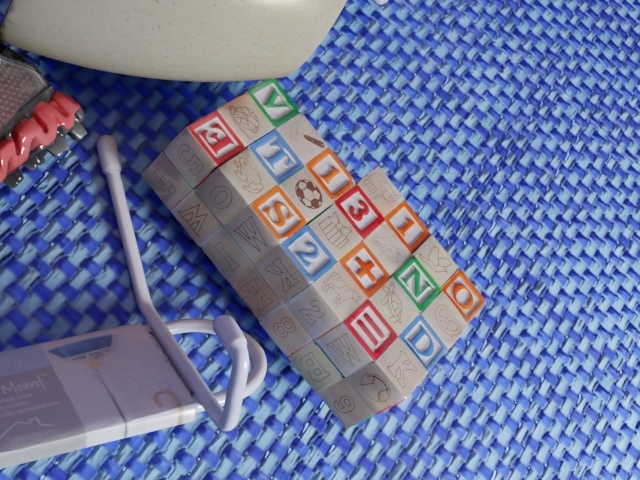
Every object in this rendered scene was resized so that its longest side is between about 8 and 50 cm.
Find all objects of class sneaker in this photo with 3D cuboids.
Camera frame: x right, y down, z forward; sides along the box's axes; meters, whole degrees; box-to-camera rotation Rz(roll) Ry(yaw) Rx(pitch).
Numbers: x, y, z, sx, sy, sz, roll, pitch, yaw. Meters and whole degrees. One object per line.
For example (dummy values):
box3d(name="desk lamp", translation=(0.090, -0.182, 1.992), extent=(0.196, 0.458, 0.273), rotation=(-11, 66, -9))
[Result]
box3d(name="sneaker", translation=(-0.283, -0.072, 0.721), extent=(0.135, 0.098, 0.276), rotation=(54, 30, -16))

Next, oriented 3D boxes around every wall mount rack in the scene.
box3d(name="wall mount rack", translation=(-0.218, 0.050, 0.798), extent=(0.350, 0.130, 0.304), rotation=(-10, 38, -31))

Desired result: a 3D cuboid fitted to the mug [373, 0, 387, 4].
box3d(name="mug", translation=(0.025, -0.453, 0.970), extent=(0.328, 0.374, 0.276), rotation=(38, 84, -3))

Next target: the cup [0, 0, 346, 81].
box3d(name="cup", translation=(-0.096, -0.269, 0.858), extent=(0.237, 0.331, 0.331), rotation=(25, 62, -20))

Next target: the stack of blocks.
box3d(name="stack of blocks", translation=(0.000, 0.000, 0.925), extent=(0.297, 0.087, 0.171), rotation=(51, 44, -2))
